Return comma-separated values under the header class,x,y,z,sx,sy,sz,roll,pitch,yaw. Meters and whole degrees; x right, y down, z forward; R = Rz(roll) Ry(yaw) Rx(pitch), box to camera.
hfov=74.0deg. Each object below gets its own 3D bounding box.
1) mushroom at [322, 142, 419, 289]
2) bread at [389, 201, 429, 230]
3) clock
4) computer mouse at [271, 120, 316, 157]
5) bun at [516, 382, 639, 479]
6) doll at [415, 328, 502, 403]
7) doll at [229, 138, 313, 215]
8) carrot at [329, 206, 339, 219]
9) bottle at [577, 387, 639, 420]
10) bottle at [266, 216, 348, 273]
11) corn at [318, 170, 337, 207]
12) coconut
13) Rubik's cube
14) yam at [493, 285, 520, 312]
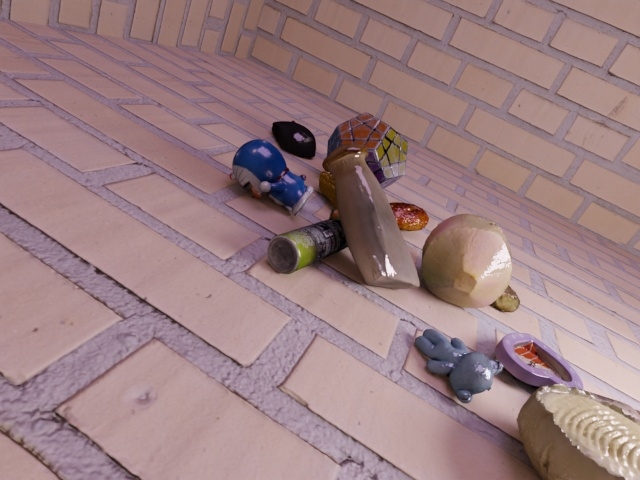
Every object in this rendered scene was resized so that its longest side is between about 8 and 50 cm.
class,x,y,z,sx,sy,sz,roll,pitch,yaw
mushroom,0.116,-0.048,1.064,0.154,0.137,0.407,-19,83,-36
bread,0.258,-0.093,1.488,0.269,0.095,0.139,14,20,-14
clock,0.499,0.292,1.000,0.198,0.064,0.172,25,25,-2
computer mouse,-0.108,-0.458,1.849,0.170,0.100,0.269,13,28,-29
bun,0.457,0.369,0.715,0.259,0.152,0.259,15,16,-4
doll,0.276,0.256,0.883,0.120,0.075,0.180,-35,31,-19
doll,-0.143,-0.179,1.256,0.257,0.161,0.215,41,12,-4
carrot,0.119,-0.042,1.276,0.193,0.087,0.087,19,26,-10
bottle,0.603,0.381,0.895,0.209,0.097,0.110,20,-7,-14
bottle,0.000,0.000,1.077,0.093,0.093,0.330,35,27,20
corn,0.094,-0.145,1.416,0.119,0.119,0.322,4,24,-37
coconut,0.395,0.060,1.162,0.259,0.259,0.259,20,26,-10
Rubik's cube,0.170,-0.315,1.593,0.264,0.319,0.319,3,31,-16
yam,0.548,0.106,1.394,0.081,0.081,0.356,21,24,-10
